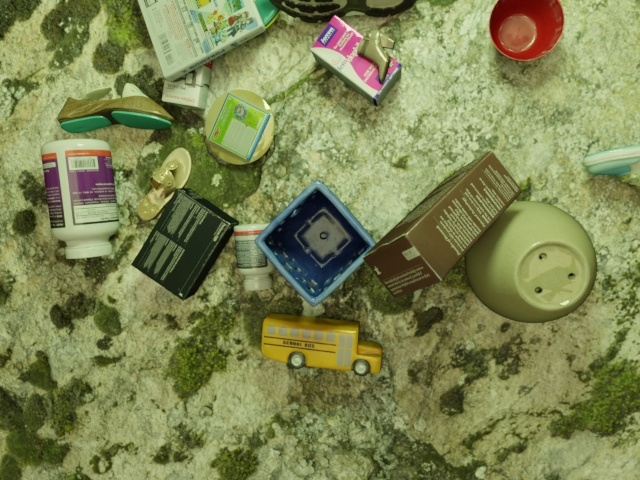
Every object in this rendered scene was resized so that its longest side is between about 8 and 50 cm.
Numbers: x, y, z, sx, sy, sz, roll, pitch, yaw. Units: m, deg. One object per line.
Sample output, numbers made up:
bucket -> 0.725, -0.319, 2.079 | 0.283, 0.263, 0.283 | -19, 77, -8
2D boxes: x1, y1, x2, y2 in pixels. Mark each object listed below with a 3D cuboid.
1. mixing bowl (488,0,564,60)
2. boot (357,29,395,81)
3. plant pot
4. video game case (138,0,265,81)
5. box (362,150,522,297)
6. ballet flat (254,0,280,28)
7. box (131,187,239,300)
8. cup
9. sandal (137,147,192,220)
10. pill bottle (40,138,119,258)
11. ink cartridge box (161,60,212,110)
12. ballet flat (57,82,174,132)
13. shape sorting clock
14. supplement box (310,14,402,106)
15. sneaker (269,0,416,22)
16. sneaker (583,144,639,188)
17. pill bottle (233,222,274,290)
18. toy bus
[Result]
mixing bowl -> 0.510, -0.538, 1.372 | 0.181, 0.098, 0.182 | 1, 96, 6
boot -> 0.133, -0.463, 1.349 | 0.086, 0.042, 0.119 | 16, 94, 11
plant pot -> 0.000, 0.000, 1.435 | 0.236, 0.212, 0.236 | -43, 89, 9
video game case -> -0.334, -0.633, 1.455 | 0.299, 0.036, 0.329 | -24, 75, 10
box -> 0.298, -0.041, 1.304 | 0.381, 0.191, 0.143 | -39, 92, -30
ballet flat -> -0.118, -0.666, 1.450 | 0.077, 0.077, 0.231 | 25, 99, 7
box -> -0.382, 0.009, 1.541 | 0.184, 0.103, 0.261 | 35, 99, 6
cup -> 0.548, 0.070, 1.361 | 0.330, 0.237, 0.332 | 1, 97, 7
sandal -> -0.453, -0.157, 1.544 | 0.088, 0.079, 0.240 | 36, 99, 2
pill bottle -> -0.671, -0.117, 1.525 | 0.181, 0.181, 0.323 | -4, 96, 8
ink cartridge box -> -0.371, -0.449, 1.511 | 0.109, 0.063, 0.151 | 11, 97, 6
ballet flat -> -0.579, -0.379, 1.536 | 0.341, 0.116, 0.124 | -2, 76, 11
shape sorting clock -> -0.226, -0.317, 1.518 | 0.206, 0.040, 0.207 | 1, 99, 9
supplement box -> 0.095, -0.469, 1.426 | 0.220, 0.114, 0.111 | 37, 98, 4
sneaker -> 0.047, -0.685, 1.399 | 0.409, 0.158, 0.182 | -3, 73, -8
sneaker -> 0.833, -0.137, 1.360 | 0.318, 0.127, 0.209 | -3, 94, 8
pill bottle -> -0.183, 0.045, 1.516 | 0.107, 0.108, 0.180 | -4, 95, 8
toy bus -> 0.008, 0.289, 1.518 | 0.332, 0.108, 0.130 | 5, 95, 7
